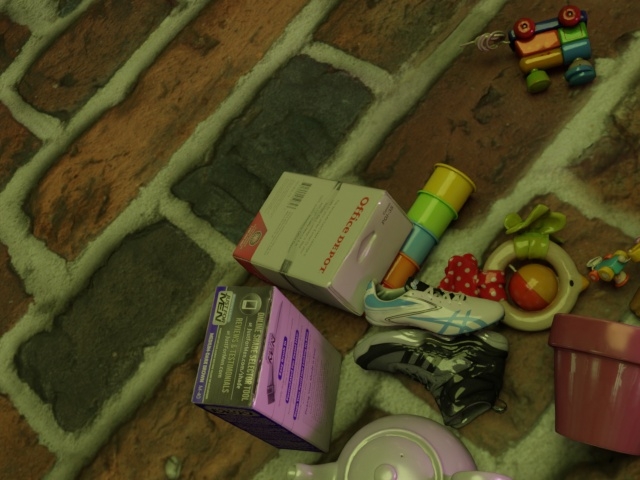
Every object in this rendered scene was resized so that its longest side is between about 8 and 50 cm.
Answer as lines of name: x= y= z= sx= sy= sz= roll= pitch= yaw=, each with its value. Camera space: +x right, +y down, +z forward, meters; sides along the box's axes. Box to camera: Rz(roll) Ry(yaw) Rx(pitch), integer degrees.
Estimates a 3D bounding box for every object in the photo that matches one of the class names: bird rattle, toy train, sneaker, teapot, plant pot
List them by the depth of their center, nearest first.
plant pot: x=0.439 y=0.219 z=1.133 sx=0.201 sy=0.201 sz=0.180 roll=10 pitch=83 yaw=24
teapot: x=0.128 y=0.378 z=1.154 sx=0.256 sy=0.187 sz=0.252 roll=-42 pitch=58 yaw=-5
toy train: x=0.525 y=0.020 z=1.240 sx=0.166 sy=0.125 sz=0.046 roll=-40 pitch=89 yaw=25
sneaker: x=0.185 y=0.106 z=1.241 sx=0.237 sy=0.086 sz=0.085 roll=2 pitch=20 yaw=18
sneaker: x=0.183 y=0.233 z=1.257 sx=0.268 sy=0.101 sz=0.153 roll=-5 pitch=61 yaw=16
bird rattle: x=0.337 y=0.063 z=1.283 sx=0.253 sy=0.143 sz=0.207 roll=-43 pitch=74 yaw=-2
toy train: x=0.415 y=-0.359 z=1.491 sx=0.248 sy=0.105 sz=0.143 roll=-13 pitch=74 yaw=13

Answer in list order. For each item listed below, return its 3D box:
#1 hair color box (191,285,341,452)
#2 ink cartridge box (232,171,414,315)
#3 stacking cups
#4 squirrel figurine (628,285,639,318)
hair color box: x=-0.072 y=0.220 z=1.216 sx=0.110 sy=0.339 sz=0.185 roll=0 pitch=64 yaw=19
ink cartridge box: x=0.000 y=0.000 z=1.387 sx=0.283 sy=0.117 sz=0.207 roll=16 pitch=69 yaw=47
stacking cups: x=0.173 y=0.011 z=1.395 sx=0.096 sy=0.096 sz=0.316 roll=28 pitch=81 yaw=29
squirrel figurine: x=0.668 y=-0.026 z=1.059 sx=0.281 sy=0.370 sz=0.397 roll=35 pitch=79 yaw=31
